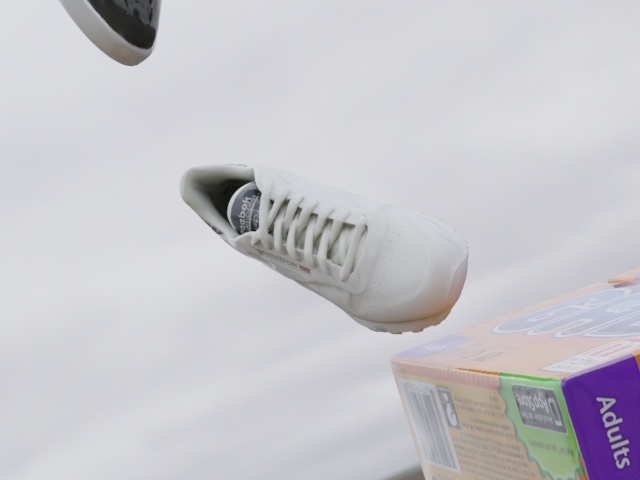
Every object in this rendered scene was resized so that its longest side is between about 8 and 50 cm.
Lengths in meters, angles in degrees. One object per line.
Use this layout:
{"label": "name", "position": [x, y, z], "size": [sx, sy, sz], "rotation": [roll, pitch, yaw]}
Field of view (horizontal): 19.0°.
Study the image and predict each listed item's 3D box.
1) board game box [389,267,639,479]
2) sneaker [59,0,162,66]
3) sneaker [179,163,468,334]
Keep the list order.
{"label": "board game box", "position": [0.304, 0.195, 1.271], "size": [0.356, 0.356, 0.356], "rotation": [-18, 3, -14]}
{"label": "sneaker", "position": [-0.120, -0.270, 1.307], "size": [0.147, 0.296, 0.104], "rotation": [-26, -31, 30]}
{"label": "sneaker", "position": [0.000, 0.000, 1.320], "size": [0.235, 0.090, 0.095], "rotation": [18, -5, 44]}
